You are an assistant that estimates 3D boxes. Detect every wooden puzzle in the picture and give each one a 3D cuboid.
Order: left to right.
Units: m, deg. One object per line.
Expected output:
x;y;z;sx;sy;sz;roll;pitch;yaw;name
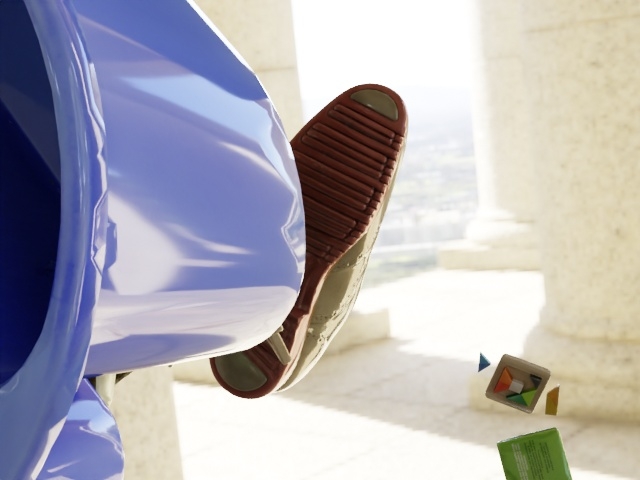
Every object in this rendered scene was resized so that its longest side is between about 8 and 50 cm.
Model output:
0.255;0.186;1.548;0.116;0.079;0.014;15;31;8;wooden puzzle

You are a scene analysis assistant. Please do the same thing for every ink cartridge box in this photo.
0.339;0.402;1.832;0.097;0.189;0.255;-14;-18;5;ink cartridge box

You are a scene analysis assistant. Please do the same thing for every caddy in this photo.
-0.171;-0.032;0.428;0.341;0.241;0.179;50;19;27;caddy

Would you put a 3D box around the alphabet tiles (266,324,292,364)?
-0.114;-0.060;0.944;0.011;0.285;0.342;-28;25;-8;alphabet tiles

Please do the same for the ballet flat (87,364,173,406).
-0.281;0.142;1.592;0.483;0.164;0.182;-39;35;16;ballet flat

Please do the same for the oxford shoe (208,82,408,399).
0.000;0.000;1.253;0.123;0.348;0.130;34;12;24;oxford shoe
